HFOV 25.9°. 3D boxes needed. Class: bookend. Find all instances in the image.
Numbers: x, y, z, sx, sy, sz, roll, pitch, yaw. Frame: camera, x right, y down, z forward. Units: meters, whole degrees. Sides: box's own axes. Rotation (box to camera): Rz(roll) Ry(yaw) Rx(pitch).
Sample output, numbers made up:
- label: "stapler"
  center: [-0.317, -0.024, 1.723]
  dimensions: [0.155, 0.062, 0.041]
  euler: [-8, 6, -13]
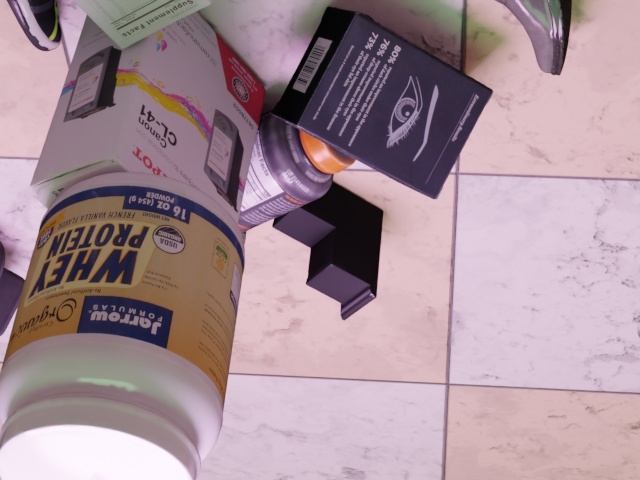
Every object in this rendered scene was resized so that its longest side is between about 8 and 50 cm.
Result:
- label: "bookend"
  center: [0.000, 0.000, 1.881]
  dimensions: [0.156, 0.157, 0.072]
  euler: [28, 135, -25]

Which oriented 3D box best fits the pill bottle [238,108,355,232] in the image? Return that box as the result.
- label: "pill bottle"
  center: [-0.072, -0.092, 1.802]
  dimensions: [0.245, 0.130, 0.130]
  euler: [-23, 132, 31]

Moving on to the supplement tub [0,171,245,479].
- label: "supplement tub"
  center: [-0.204, 0.111, 1.438]
  dimensions: [0.228, 0.316, 0.228]
  euler: [3, 140, 3]

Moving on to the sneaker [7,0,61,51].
- label: "sneaker"
  center: [-0.326, -0.309, 1.615]
  dimensions: [0.097, 0.084, 0.235]
  euler: [-28, 152, -5]

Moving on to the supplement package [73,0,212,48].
- label: "supplement package"
  center: [-0.233, -0.352, 1.512]
  dimensions: [0.139, 0.134, 0.244]
  euler: [-20, 133, 29]

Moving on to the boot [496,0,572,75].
- label: "boot"
  center: [0.196, -0.294, 1.580]
  dimensions: [0.161, 0.083, 0.246]
  euler: [-1, 134, 20]

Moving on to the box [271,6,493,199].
- label: "box"
  center: [0.074, -0.164, 1.661]
  dimensions: [0.207, 0.108, 0.153]
  euler: [28, 93, -23]

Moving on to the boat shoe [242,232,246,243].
- label: "boat shoe"
  center: [-0.221, -0.011, 1.962]
  dimensions: [0.233, 0.079, 0.084]
  euler: [6, 142, 3]

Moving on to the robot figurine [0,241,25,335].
- label: "robot figurine"
  center: [-0.564, 0.035, 1.994]
  dimensions: [0.278, 0.173, 0.209]
  euler: [32, 129, -27]

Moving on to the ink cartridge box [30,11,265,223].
- label: "ink cartridge box"
  center: [-0.193, -0.123, 1.644]
  dimensions: [0.131, 0.306, 0.226]
  euler: [-19, 134, 27]
